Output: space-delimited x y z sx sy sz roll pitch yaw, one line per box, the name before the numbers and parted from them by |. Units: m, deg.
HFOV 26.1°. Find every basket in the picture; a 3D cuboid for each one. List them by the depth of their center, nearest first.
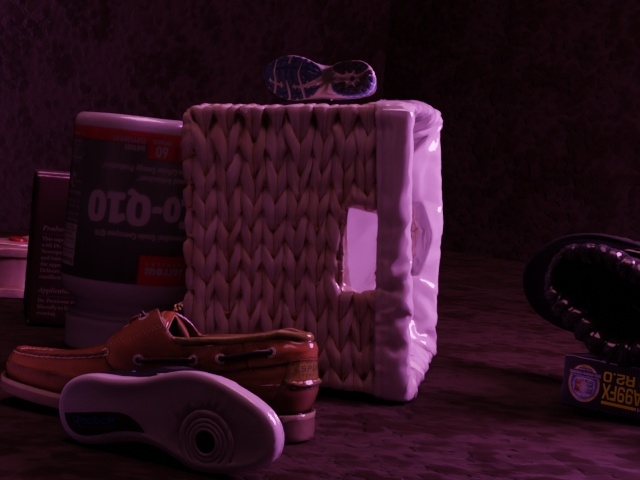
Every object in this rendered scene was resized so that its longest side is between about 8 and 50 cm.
basket | 0.000 0.000 1.619 0.266 0.328 0.331 1 4 9

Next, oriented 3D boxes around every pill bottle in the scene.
pill bottle | -0.230 -0.009 1.677 0.161 0.283 0.161 6 4 0

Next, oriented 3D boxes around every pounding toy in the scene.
pounding toy | -0.453 0.005 2.156 0.269 0.154 0.154 3 9 -31

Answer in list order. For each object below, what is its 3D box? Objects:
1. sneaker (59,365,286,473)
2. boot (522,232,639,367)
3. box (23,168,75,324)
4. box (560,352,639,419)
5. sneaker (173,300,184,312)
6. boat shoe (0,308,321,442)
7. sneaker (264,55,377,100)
sneaker | -0.099 0.138 1.152 0.217 0.079 0.121 6 5 31
boot | 0.325 0.062 1.618 0.260 0.131 0.348 2 5 -45
box | -0.316 0.011 1.897 0.168 0.203 0.167 5 3 -13
box | 0.443 0.170 1.586 0.270 0.060 0.216 2 4 -45
sneaker | -0.211 0.098 2.078 0.083 0.031 0.035 2 16 17
boat shoe | -0.147 0.113 1.287 0.307 0.104 0.111 6 4 10
sneaker | 0.002 -0.179 1.581 0.135 0.052 0.058 8 -3 19
